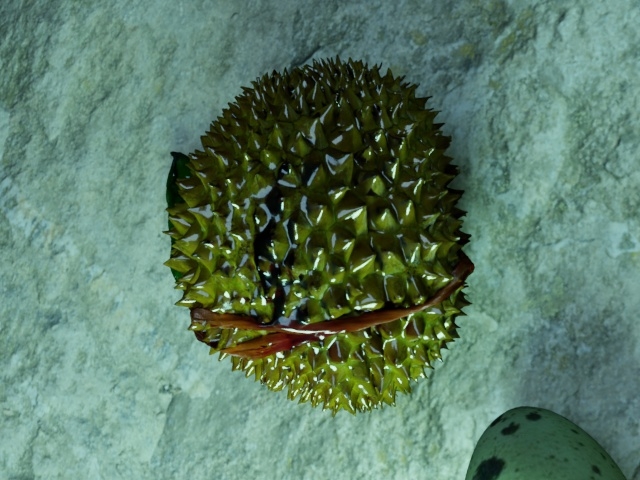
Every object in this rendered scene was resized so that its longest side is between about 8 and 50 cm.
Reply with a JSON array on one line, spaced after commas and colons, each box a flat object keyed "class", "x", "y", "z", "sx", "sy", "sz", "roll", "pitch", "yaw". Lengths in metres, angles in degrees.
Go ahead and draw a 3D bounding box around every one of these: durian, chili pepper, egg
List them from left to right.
[{"class": "chili pepper", "x": -0.154, "y": -0.020, "z": 1.732, "sx": 0.098, "sy": 0.061, "sz": 0.224, "roll": -24, "pitch": 68, "yaw": 29}, {"class": "durian", "x": 0.005, "y": -0.001, "z": 1.484, "sx": 0.348, "sy": 0.347, "sz": 0.384, "roll": -26, "pitch": 69, "yaw": 20}, {"class": "egg", "x": 0.226, "y": 0.270, "z": 1.382, "sx": 0.177, "sy": 0.177, "sz": 0.228, "roll": -26, "pitch": 56, "yaw": 20}]
